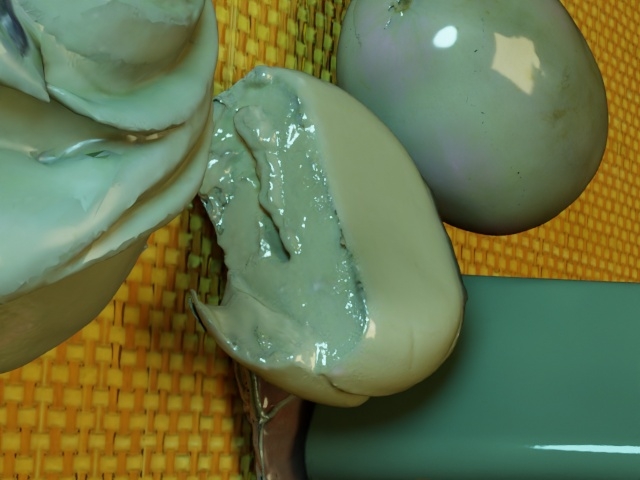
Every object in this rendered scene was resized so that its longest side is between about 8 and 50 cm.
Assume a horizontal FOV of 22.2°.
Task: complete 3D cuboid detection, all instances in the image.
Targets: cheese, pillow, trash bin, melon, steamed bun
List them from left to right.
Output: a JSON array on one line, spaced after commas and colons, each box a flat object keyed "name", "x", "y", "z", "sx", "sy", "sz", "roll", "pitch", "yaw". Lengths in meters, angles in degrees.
[{"name": "steamed bun", "x": -0.190, "y": -0.110, "z": 0.815, "sx": 0.367, "sy": 0.255, "sz": 0.342, "roll": 66, "pitch": 31, "yaw": -12}, {"name": "pillow", "x": -0.029, "y": 0.129, "z": 1.355, "sx": 0.126, "sy": 0.043, "sz": 0.232, "roll": -33, "pitch": 118, "yaw": -59}, {"name": "cheese", "x": 0.000, "y": 0.000, "z": 1.260, "sx": 0.233, "sy": 0.127, "sz": 0.266, "roll": 18, "pitch": 48, "yaw": -50}, {"name": "melon", "x": 0.139, "y": -0.130, "z": 1.465, "sx": 0.317, "sy": 0.223, "sz": 0.223, "roll": 44, "pitch": 53, "yaw": -52}, {"name": "trash bin", "x": 0.181, "y": 0.144, "z": 1.380, "sx": 0.158, "sy": 0.343, "sz": 0.223, "roll": 68, "pitch": 29, "yaw": -43}]

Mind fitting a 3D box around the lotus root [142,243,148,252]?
[{"name": "lotus root", "x": -0.159, "y": 0.002, "z": 1.143, "sx": 0.037, "sy": 0.030, "sz": 0.083, "roll": 59, "pitch": 27, "yaw": 9}]
